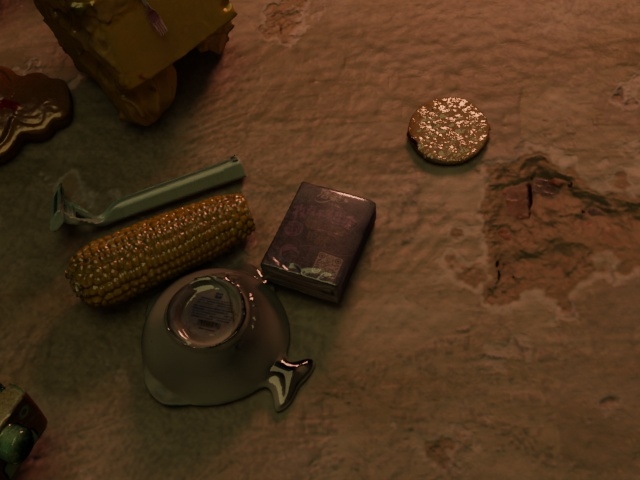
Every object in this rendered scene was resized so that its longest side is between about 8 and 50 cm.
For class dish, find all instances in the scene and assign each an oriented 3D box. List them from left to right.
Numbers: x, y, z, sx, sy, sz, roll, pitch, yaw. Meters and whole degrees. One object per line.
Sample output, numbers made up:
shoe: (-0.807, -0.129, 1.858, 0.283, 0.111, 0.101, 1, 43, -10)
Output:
dish: (-0.129, 0.115, 1.386, 0.246, 0.078, 0.224, 28, 65, 20)

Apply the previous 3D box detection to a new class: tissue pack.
tissue pack: (0.000, 0.000, 1.446, 0.112, 0.051, 0.156, 16, 55, 13)

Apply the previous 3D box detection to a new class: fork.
fork: (-0.240, -0.327, 1.452, 0.016, 0.115, 0.012, -40, 28, -16)

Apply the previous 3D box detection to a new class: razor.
razor: (-0.241, -0.064, 1.522, 0.277, 0.056, 0.111, -13, 23, -8)

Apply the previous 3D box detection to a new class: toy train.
toy train: (-0.480, 0.209, 1.326, 0.326, 0.159, 0.129, 18, 61, 20)

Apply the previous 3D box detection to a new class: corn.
corn: (-0.213, 0.010, 1.450, 0.260, 0.091, 0.091, -26, 39, -12)

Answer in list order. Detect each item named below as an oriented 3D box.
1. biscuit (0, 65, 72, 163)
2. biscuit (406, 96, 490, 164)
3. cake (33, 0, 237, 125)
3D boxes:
biscuit: (-0.521, -0.187, 1.628, 0.295, 0.044, 0.186, -14, 61, -2)
biscuit: (0.183, -0.158, 1.547, 0.120, 0.015, 0.120, -3, 59, 4)
cake: (-0.270, -0.336, 1.573, 0.227, 0.286, 0.222, -40, 34, -14)
